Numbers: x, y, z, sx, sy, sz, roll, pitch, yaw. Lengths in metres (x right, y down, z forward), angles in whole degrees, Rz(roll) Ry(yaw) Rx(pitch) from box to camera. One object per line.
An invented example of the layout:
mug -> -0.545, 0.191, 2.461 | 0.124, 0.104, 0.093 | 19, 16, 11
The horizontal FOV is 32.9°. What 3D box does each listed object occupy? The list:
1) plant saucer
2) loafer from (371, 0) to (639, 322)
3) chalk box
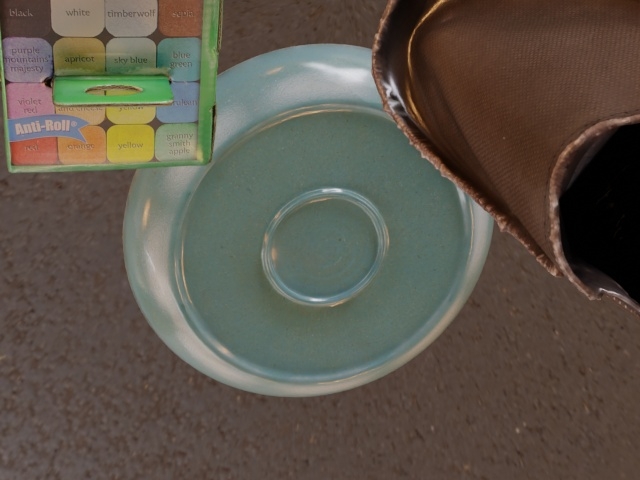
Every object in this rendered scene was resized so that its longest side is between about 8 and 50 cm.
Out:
plant saucer -> 0.000, 0.000, 0.887 | 0.317, 0.044, 0.317 | -5, 114, -12
loafer -> 0.130, -0.039, 0.407 | 0.130, 0.366, 0.134 | 15, 108, -42
chalk box -> -0.136, -0.128, 0.689 | 0.132, 0.213, 0.132 | -1, 128, -13
